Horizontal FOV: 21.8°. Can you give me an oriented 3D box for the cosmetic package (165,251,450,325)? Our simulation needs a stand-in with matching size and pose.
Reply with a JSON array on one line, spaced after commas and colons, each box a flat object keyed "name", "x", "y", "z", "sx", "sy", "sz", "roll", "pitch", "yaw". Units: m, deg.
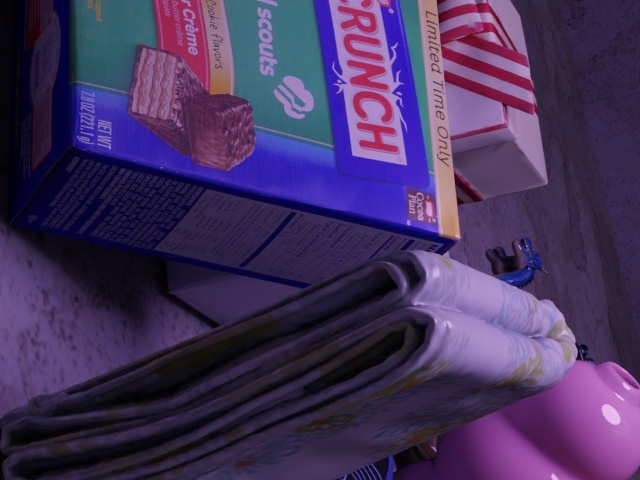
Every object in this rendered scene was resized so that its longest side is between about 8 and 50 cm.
[{"name": "cosmetic package", "x": 0.000, "y": 0.000, "z": 1.525, "sx": 0.365, "sy": 0.155, "sz": 0.197, "roll": 41, "pitch": 38, "yaw": -58}]

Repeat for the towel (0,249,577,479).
[{"name": "towel", "x": -0.007, "y": 0.116, "z": 1.162, "sx": 0.374, "sy": 0.320, "sz": 0.090, "roll": 20, "pitch": 50, "yaw": -68}]

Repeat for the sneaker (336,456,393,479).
[{"name": "sneaker", "x": 0.013, "y": 0.218, "z": 1.514, "sx": 0.232, "sy": 0.081, "sz": 0.090, "roll": -83, "pitch": 157, "yaw": -47}]

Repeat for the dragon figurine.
[{"name": "dragon figurine", "x": 0.234, "y": 0.118, "z": 2.102, "sx": 0.085, "sy": 0.144, "sz": 0.289, "roll": 124, "pitch": -37, "yaw": -52}]

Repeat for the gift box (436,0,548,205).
[{"name": "gift box", "x": 0.120, "y": -0.158, "z": 1.840, "sx": 0.258, "sy": 0.255, "sz": 0.276, "roll": 38, "pitch": 37, "yaw": -64}]

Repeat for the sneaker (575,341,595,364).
[{"name": "sneaker", "x": 0.303, "y": 0.160, "z": 2.299, "sx": 0.341, "sy": 0.139, "sz": 0.125, "roll": 42, "pitch": 40, "yaw": -56}]

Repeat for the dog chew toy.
[{"name": "dog chew toy", "x": 0.176, "y": 0.246, "z": 1.563, "sx": 0.206, "sy": 0.332, "sz": 0.206, "roll": 36, "pitch": 16, "yaw": -12}]

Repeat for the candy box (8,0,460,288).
[{"name": "candy box", "x": -0.062, "y": -0.118, "z": 1.248, "sx": 0.317, "sy": 0.122, "sz": 0.268, "roll": 13, "pitch": 57, "yaw": -29}]

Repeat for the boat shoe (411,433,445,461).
[{"name": "boat shoe", "x": 0.190, "y": 0.276, "z": 1.837, "sx": 0.302, "sy": 0.109, "sz": 0.098, "roll": 51, "pitch": -12, "yaw": 1}]
